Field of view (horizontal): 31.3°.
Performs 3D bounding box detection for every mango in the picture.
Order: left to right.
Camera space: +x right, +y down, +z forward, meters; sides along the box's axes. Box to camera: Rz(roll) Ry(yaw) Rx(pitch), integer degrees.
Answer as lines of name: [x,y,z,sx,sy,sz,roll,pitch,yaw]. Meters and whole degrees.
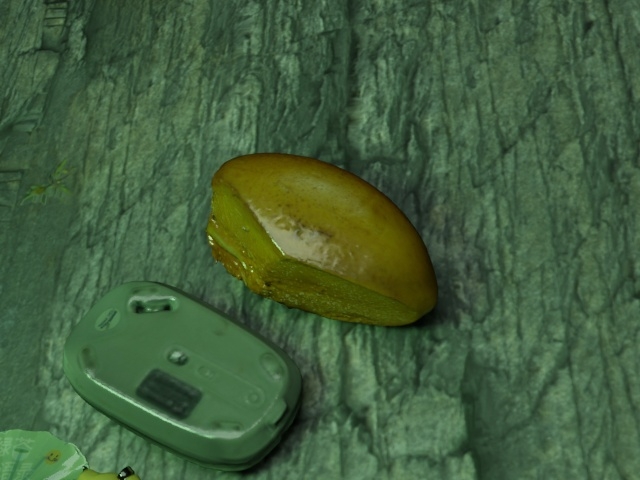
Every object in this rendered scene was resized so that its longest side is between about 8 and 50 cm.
mango: [0.000,0.000,1.496,0.350,0.201,0.199,23,90,22]

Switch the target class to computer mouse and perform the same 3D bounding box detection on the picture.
computer mouse: [-0.179,0.171,1.469,0.331,0.095,0.197,27,65,23]

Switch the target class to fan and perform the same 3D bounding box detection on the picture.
fan: [-0.400,0.302,1.482,0.240,0.009,0.131,-2,49,15]

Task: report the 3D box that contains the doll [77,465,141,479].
doll: [-0.183,0.354,1.326,0.291,0.086,0.117,24,102,29]
